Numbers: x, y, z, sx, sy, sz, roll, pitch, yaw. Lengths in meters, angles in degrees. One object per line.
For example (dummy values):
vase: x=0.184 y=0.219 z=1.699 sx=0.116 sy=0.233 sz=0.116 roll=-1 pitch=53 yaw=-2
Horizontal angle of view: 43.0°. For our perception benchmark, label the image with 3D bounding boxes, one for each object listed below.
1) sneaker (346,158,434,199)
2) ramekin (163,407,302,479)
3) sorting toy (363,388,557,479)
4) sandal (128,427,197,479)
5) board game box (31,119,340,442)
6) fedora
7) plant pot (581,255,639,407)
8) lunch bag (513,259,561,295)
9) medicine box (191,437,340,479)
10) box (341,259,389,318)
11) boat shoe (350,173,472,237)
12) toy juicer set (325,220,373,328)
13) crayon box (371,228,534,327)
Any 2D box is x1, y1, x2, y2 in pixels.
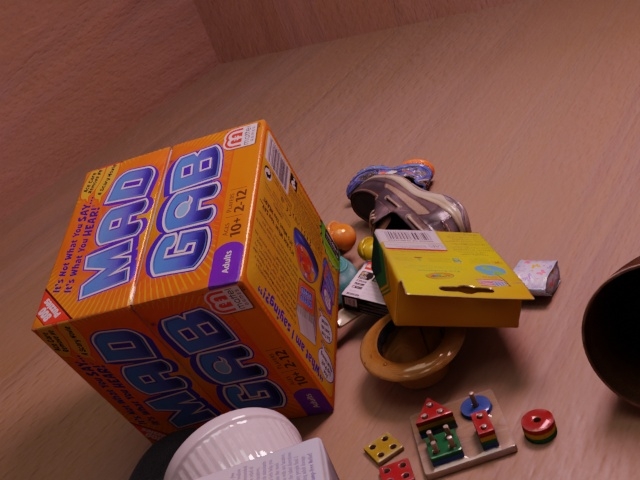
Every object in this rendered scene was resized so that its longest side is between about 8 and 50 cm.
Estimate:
sneaker: x=0.162 y=-0.134 z=1.947 sx=0.221 sy=0.083 sz=0.087 roll=-15 pitch=34 yaw=22
ramekin: x=-0.097 y=0.341 z=1.094 sx=0.207 sy=0.207 sz=0.109 roll=-30 pitch=36 yaw=-16
sorting toy: x=0.190 y=0.269 z=1.176 sx=0.274 sy=0.046 sz=0.132 roll=-20 pitch=25 yaw=5
sandal: x=-0.267 y=0.406 z=1.279 sx=0.097 sy=0.054 sz=0.254 roll=-6 pitch=40 yaw=41
board game box: x=-0.196 y=0.079 z=1.390 sx=0.356 sy=0.356 sz=0.356 roll=-14 pitch=44 yaw=17
fedora: x=0.158 y=0.182 z=1.331 sx=0.194 sy=0.079 sz=0.194 roll=-17 pitch=28 yaw=10
plant pot: x=0.498 y=0.093 z=1.129 sx=0.215 sy=0.215 sz=0.230 roll=-5 pitch=16 yaw=32
lunch bag: x=0.370 y=0.071 z=1.413 sx=0.071 sy=0.053 sz=0.083 roll=-1 pitch=23 yaw=34
medicine box: x=-0.083 y=0.399 z=0.888 sx=0.289 sy=0.263 sz=0.149 roll=-20 pitch=25 yaw=4
box: x=0.155 y=0.100 z=1.480 sx=0.207 sy=0.036 sz=0.114 roll=13 pitch=39 yaw=26
boat shoe: x=0.160 y=-0.051 z=1.724 sx=0.130 sy=0.132 sz=0.355 roll=-33 pitch=27 yaw=-23
toy juicer set: x=0.053 y=0.073 z=1.644 sx=0.209 sy=0.089 sz=0.329 roll=-13 pitch=37 yaw=-23
crayon box: x=0.204 y=0.066 z=1.346 sx=0.202 sy=0.081 sz=0.318 roll=2 pitch=17 yaw=-5
